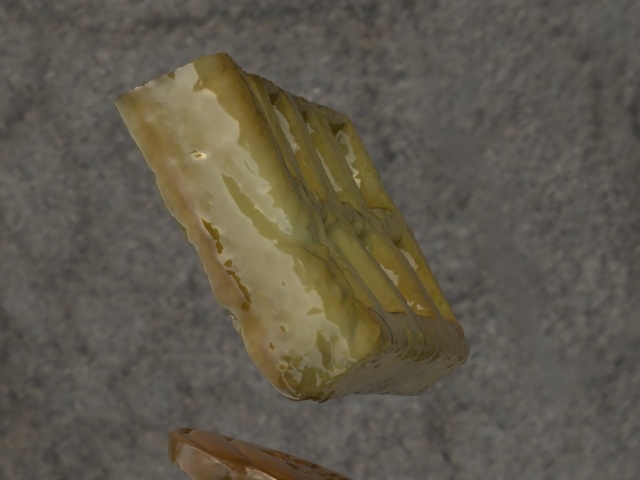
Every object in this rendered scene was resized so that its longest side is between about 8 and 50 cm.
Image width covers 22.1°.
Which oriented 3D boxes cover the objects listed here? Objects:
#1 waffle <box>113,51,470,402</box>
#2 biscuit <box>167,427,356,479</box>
[{"bbox_3d":[0.000,0.000,0.846,0.057,0.274,0.168,-31,78,12],"label":"waffle"},{"bbox_3d":[-0.009,0.129,0.848,0.140,0.023,0.118,22,180,-24],"label":"biscuit"}]
